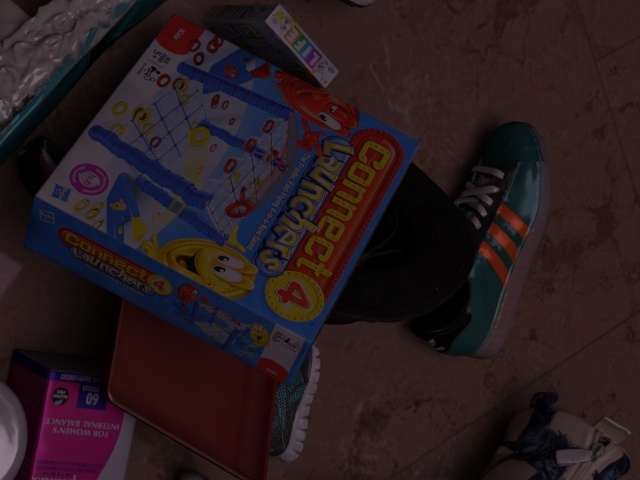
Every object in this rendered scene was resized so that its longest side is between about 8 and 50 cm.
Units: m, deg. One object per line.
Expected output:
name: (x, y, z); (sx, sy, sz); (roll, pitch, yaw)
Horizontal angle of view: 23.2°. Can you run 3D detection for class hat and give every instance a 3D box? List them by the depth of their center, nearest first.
hat: (0.000, 0.000, 1.752); (0.331, 0.331, 0.134); (-9, 142, -29)

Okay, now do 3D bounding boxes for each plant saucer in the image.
plant saucer: (-0.142, 0.111, 1.686); (0.259, 0.047, 0.258); (39, 45, -43)

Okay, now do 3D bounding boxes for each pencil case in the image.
pencil case: (0.229, 0.385, 1.898); (0.160, 0.183, 0.410); (33, 61, 4)

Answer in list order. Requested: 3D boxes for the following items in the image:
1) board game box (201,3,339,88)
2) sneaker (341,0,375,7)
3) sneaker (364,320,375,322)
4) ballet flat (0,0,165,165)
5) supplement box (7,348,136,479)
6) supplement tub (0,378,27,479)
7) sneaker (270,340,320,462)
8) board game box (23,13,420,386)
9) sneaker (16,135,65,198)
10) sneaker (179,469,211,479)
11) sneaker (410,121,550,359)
board game box: (-0.057, -0.214, 1.706); (0.103, 0.154, 0.026); (46, 74, -26)
sneaker: (-0.003, -0.429, 1.606); (0.257, 0.169, 0.447); (-38, 145, 25)
sneaker: (0.044, 0.046, 1.871); (0.057, 0.047, 0.119); (-48, 119, -29)
ballet flat: (-0.268, -0.231, 1.615); (0.409, 0.147, 0.147); (-47, 117, -20)
supplement box: (-0.279, 0.239, 1.664); (0.111, 0.114, 0.220); (9, 94, -32)
supplement tub: (-0.387, 0.179, 1.539); (0.144, 0.199, 0.144); (-5, 100, -30)
sneaker: (-0.049, 0.177, 1.821); (0.076, 0.065, 0.166); (9, 90, -27)
board game box: (-0.093, -0.050, 1.594); (0.302, 0.086, 0.308); (27, 51, 2)
sneaker: (-0.255, -0.057, 1.662); (0.077, 0.072, 0.178); (-58, 142, -24)
sneaker: (-0.106, 0.368, 1.803); (0.095, 0.090, 0.235); (-37, 112, -11)
sneaker: (0.192, -0.005, 1.910); (0.121, 0.108, 0.302); (11, 92, -35)
